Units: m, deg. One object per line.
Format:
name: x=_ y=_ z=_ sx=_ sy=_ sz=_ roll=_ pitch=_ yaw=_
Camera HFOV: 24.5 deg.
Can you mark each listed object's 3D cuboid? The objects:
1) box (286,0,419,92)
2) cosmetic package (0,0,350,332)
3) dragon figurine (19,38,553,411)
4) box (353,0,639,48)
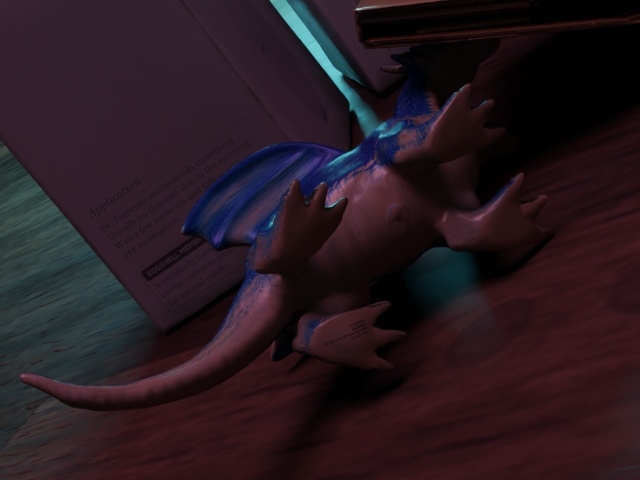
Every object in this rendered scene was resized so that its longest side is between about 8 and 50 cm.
box: x=0.100 y=-0.296 z=1.016 sx=0.345 sy=0.215 sz=0.168 roll=-37 pitch=16 yaw=-1
cosmetic package: x=-0.101 y=-0.103 z=0.888 sx=0.138 sy=0.224 sz=0.224 roll=-33 pitch=16 yaw=13
dragon figurine: x=0.000 y=0.000 z=0.641 sx=0.289 sy=0.085 sz=0.144 roll=-38 pitch=14 yaw=-19
box: x=0.111 y=-0.134 z=0.742 sx=0.165 sy=0.021 sz=0.201 roll=-4 pitch=18 yaw=11
